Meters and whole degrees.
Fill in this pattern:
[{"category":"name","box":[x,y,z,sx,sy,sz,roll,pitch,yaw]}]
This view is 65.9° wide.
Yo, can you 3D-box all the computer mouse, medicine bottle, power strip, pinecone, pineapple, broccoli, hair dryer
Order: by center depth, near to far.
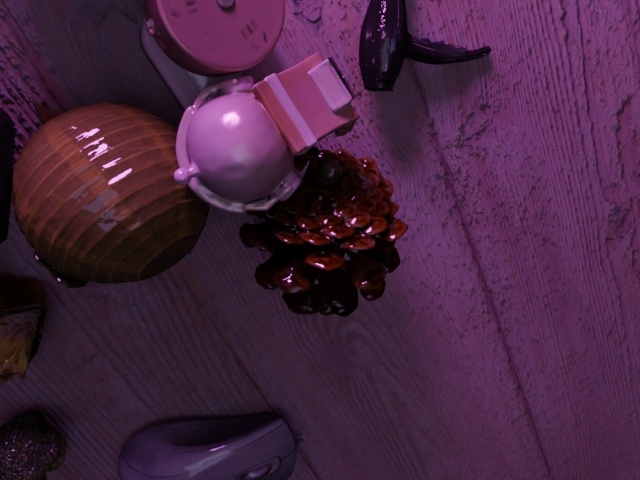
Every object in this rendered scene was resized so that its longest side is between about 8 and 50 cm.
[{"category":"power strip","box":[-0.123,-0.267,0.566,0.154,0.078,0.154,-7,104,-30]},{"category":"medicine bottle","box":[-0.143,-0.254,0.667,0.161,0.111,0.296,-38,118,-8]},{"category":"hair dryer","box":[0.164,-0.312,0.732,0.219,0.075,0.195,1,105,-21]},{"category":"pinecone","box":[0.009,-0.002,0.743,0.264,0.264,0.264,-4,115,-8]},{"category":"pineapple","box":[-0.522,0.133,0.769,0.186,0.114,0.236,-35,147,-8]},{"category":"broccoli","box":[-0.537,0.393,0.892,0.162,0.146,0.138,-52,147,-4]},{"category":"computer mouse","box":[-0.211,0.450,0.980,0.371,0.122,0.188,-7,116,-10]}]

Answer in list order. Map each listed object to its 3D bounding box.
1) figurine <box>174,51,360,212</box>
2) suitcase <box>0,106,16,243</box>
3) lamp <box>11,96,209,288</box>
[{"category":"figurine","box":[-0.071,-0.130,0.605,0.237,0.141,0.162,-37,100,-10]},{"category":"suitcase","box":[-0.526,-0.112,0.602,0.312,0.128,0.202,23,111,15]},{"category":"lamp","box":[-0.288,-0.078,0.658,0.250,0.250,0.284,-42,87,10]}]
